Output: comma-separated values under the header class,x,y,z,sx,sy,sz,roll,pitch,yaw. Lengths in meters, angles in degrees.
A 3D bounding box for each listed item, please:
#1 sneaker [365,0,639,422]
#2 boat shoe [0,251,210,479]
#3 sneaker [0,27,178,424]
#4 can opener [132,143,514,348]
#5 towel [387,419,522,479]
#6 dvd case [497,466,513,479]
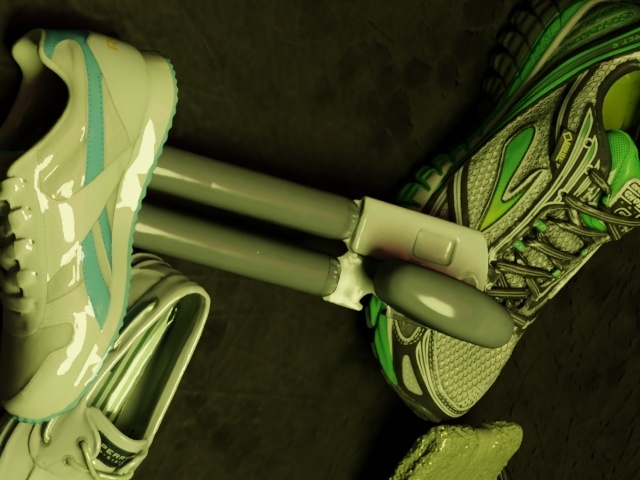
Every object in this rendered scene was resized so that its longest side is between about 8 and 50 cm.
class,x,y,z,sx,sy,sz,roll,pitch,yaw
sneaker,0.152,-0.027,1.243,0.134,0.146,0.343,36,80,-42
boat shoe,-0.141,0.113,1.067,0.083,0.076,0.226,26,84,-43
sneaker,-0.158,-0.009,1.018,0.092,0.087,0.228,15,86,-37
can opener,0.000,0.000,1.119,0.280,0.093,0.074,17,90,-25
towel,0.077,0.187,1.285,0.110,0.027,0.148,4,128,-48
dvd case,0.174,0.282,1.363,0.018,0.164,0.221,-22,124,9
